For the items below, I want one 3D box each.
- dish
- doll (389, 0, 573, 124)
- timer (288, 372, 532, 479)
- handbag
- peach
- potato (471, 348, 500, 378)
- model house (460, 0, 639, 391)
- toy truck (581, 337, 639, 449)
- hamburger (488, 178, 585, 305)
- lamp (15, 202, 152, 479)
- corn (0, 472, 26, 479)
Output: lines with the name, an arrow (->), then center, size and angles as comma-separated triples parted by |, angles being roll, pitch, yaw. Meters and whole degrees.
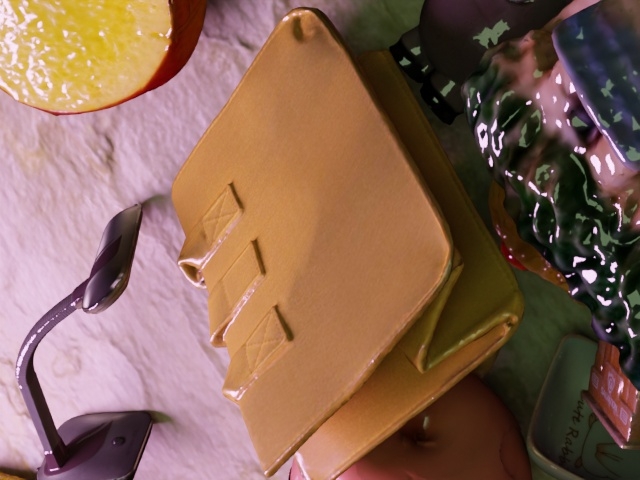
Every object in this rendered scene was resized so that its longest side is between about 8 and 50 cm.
dish -> 0.301, 0.193, 1.244 | 0.212, 0.151, 0.077 | 20, 142, 10
doll -> 0.181, -0.228, 1.216 | 0.257, 0.117, 0.182 | -43, 65, 23
timer -> 0.084, 0.230, 1.257 | 0.229, 0.229, 0.215 | 21, 134, 13
handbag -> 0.000, 0.000, 1.213 | 0.283, 0.133, 0.401 | -44, 44, 20
peach -> -0.236, -0.274, 1.267 | 0.248, 0.275, 0.245 | -14, 54, -16
potato -> 0.148, 0.095, 1.309 | 0.068, 0.062, 0.083 | 2, 75, 46
model house -> 0.391, -0.085, 0.918 | 0.395, 0.400, 0.445 | -20, 73, -23
toy truck -> 0.412, 0.093, 1.144 | 0.338, 0.133, 0.184 | 1, 106, -6
hamburger -> 0.258, -0.046, 1.206 | 0.237, 0.149, 0.237 | 3, 101, 17
lamp -> -0.240, 0.109, 1.404 | 0.124, 0.203, 0.283 | 6, 122, 6
corn -> -0.310, 0.316, 1.473 | 0.244, 0.093, 0.093 | 9, 101, 16
